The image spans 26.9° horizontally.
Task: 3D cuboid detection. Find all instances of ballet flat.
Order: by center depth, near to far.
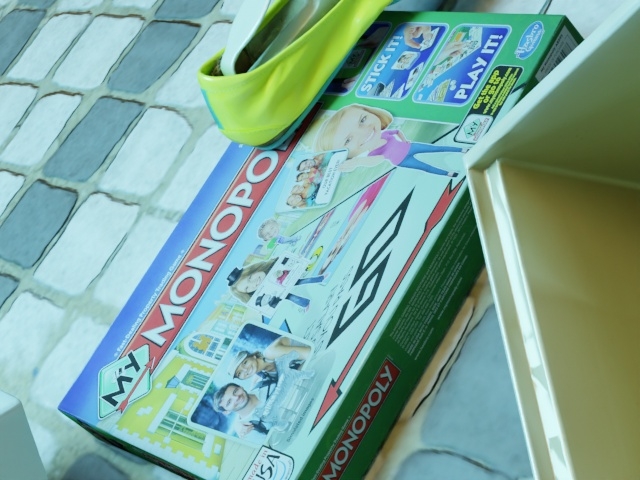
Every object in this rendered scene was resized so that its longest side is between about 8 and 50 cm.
[{"bbox_3d":[0.008,-0.159,0.823,0.231,0.077,0.077,-51,37,-8],"label":"ballet flat"}]

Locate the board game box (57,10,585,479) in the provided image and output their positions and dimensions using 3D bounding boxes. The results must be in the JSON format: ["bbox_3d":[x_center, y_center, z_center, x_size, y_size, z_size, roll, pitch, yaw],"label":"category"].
[{"bbox_3d":[0.000,0.000,0.786,0.213,0.046,0.317,13,65,47],"label":"board game box"}]

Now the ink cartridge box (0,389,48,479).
[{"bbox_3d":[-0.267,0.185,0.690,0.232,0.168,0.171,-29,27,-33],"label":"ink cartridge box"}]

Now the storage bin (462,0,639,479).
[{"bbox_3d":[0.186,0.024,0.408,0.262,0.123,0.260,-46,45,48],"label":"storage bin"}]
